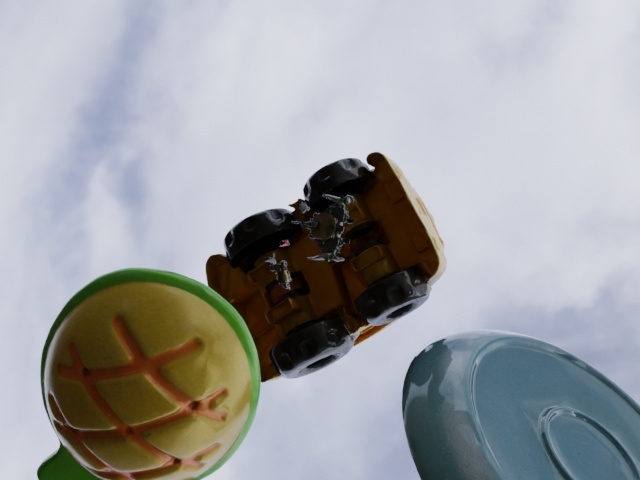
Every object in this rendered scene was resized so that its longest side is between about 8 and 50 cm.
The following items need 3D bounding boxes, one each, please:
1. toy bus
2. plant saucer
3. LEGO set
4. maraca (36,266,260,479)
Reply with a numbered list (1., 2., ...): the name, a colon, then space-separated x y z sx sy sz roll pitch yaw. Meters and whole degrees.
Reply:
1. toy bus: 0.037 0.034 0.924 0.220 0.211 0.149 -34 -112 23
2. plant saucer: 0.208 0.185 0.764 0.317 0.317 0.044 53 -56 25
3. LEGO set: -0.002 -0.001 0.671 0.083 0.023 0.054 -29 -115 28
4. maraca: -0.104 0.099 0.556 0.127 0.099 0.186 18 -66 1
